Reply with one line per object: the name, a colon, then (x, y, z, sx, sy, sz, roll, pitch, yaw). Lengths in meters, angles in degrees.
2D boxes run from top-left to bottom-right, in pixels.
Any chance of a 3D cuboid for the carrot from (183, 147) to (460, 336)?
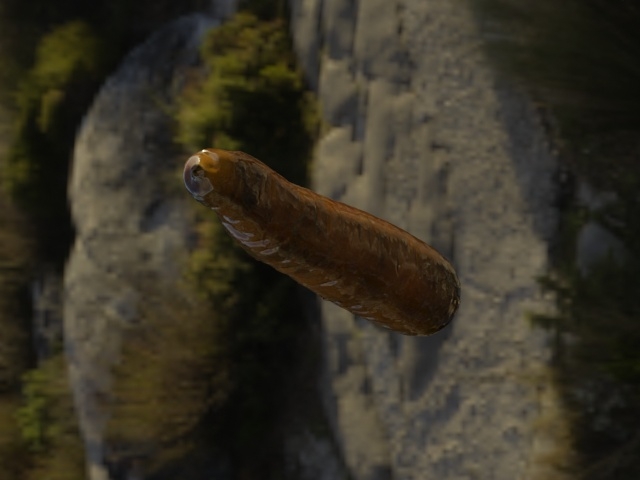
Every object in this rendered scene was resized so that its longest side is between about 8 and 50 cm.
carrot: (0.000, 0.000, 0.869, 0.059, 0.248, 0.059, -14, 65, 31)
